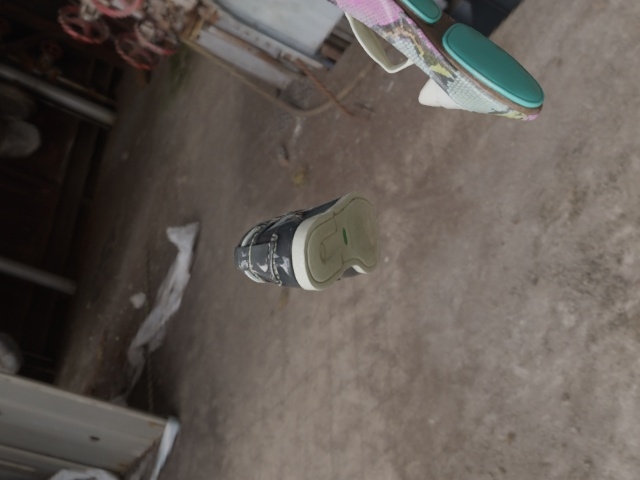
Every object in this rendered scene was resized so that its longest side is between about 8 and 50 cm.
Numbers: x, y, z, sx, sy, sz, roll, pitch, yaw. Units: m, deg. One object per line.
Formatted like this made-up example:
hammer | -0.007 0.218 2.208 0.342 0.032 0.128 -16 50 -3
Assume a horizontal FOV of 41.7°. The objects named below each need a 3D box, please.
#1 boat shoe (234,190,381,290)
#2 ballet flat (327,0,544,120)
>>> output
boat shoe | 0.000 0.000 0.802 0.079 0.233 0.084 -7 94 24
ballet flat | 0.092 -0.168 0.732 0.079 0.221 0.077 -50 -1 41
